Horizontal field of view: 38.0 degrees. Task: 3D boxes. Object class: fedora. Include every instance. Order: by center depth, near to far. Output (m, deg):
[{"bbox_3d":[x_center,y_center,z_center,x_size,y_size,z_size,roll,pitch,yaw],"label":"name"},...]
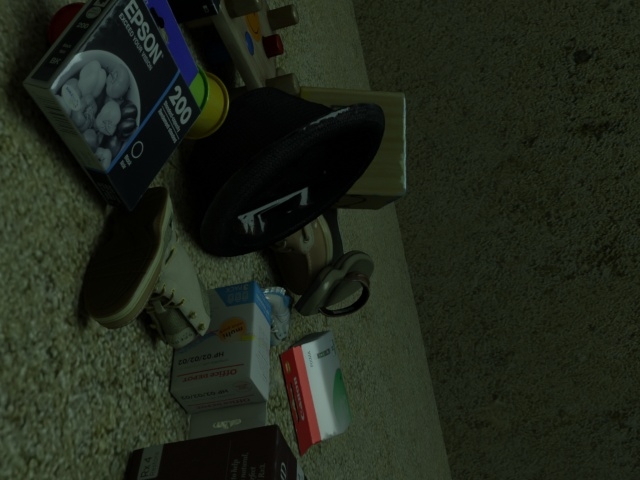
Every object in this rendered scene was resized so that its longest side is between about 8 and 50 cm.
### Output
[{"bbox_3d":[-0.067,-0.125,1.339,0.152,0.334,0.334,49,6,16],"label":"fedora"}]

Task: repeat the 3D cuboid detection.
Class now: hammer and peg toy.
[{"bbox_3d":[-0.106,-0.334,1.571,0.361,0.127,0.266,64,19,-48],"label":"hammer and peg toy"}]

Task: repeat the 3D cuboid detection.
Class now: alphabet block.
[{"bbox_3d":[0.038,-0.164,1.705,0.192,0.197,0.194,146,-56,-76],"label":"alphabet block"}]

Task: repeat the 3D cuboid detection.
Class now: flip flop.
[{"bbox_3d":[0.039,0.086,1.573,0.112,0.080,0.277,-59,168,13],"label":"flip flop"}]

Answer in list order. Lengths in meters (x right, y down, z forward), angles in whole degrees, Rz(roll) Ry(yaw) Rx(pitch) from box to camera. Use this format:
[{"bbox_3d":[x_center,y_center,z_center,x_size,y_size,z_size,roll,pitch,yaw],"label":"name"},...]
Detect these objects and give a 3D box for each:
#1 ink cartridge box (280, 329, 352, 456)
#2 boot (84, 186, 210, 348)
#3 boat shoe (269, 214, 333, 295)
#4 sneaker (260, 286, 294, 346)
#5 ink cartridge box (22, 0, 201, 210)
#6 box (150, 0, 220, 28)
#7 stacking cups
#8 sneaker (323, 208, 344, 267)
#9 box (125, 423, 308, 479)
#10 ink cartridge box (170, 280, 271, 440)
[{"bbox_3d":[-0.004,0.265,1.650,0.224,0.056,0.181,-14,92,-79],"label":"ink cartridge box"},{"bbox_3d":[-0.180,0.061,1.017,0.213,0.077,0.165,-85,161,-54],"label":"boot"},{"bbox_3d":[-0.066,-0.038,1.564,0.110,0.121,0.341,-37,130,-37],"label":"boat shoe"},{"bbox_3d":[-0.079,0.119,1.424,0.190,0.071,0.083,39,47,-70],"label":"sneaker"},{"bbox_3d":[-0.196,-0.170,0.977,0.208,0.045,0.206,-62,154,-24],"label":"ink cartridge box"},{"bbox_3d":[-0.204,-0.409,1.292,0.156,0.093,0.158,66,19,-44],"label":"box"},{"bbox_3d":[-0.206,-0.205,1.100,0.316,0.096,0.096,31,49,-73],"label":"stacking cups"},{"bbox_3d":[0.000,0.000,1.844,0.118,0.083,0.222,169,-78,-83],"label":"sneaker"},{"bbox_3d":[-0.092,0.325,0.943,0.168,0.167,0.203,-87,160,-50],"label":"box"},{"bbox_3d":[-0.120,0.145,1.129,0.062,0.104,0.181,64,19,-47],"label":"ink cartridge box"}]
